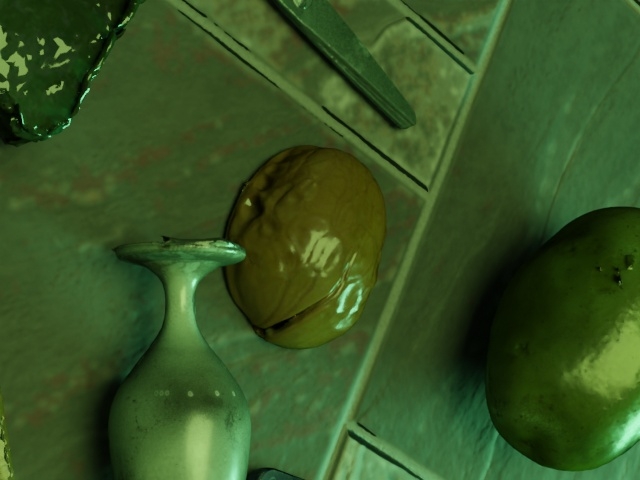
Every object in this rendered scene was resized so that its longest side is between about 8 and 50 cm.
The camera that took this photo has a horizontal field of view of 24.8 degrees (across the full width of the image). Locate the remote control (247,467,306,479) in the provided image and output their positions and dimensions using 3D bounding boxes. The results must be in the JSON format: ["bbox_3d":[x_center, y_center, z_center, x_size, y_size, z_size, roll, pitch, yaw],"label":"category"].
[{"bbox_3d":[-0.009,0.251,1.381,0.152,0.027,0.043,29,62,-34],"label":"remote control"}]

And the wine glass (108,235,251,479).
[{"bbox_3d":[-0.121,0.123,1.249,0.126,0.126,0.241,8,78,-37],"label":"wine glass"}]

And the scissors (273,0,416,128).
[{"bbox_3d":[-0.047,-0.264,1.412,0.447,0.029,0.192,45,60,-24],"label":"scissors"}]

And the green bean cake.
[{"bbox_3d":[-0.262,-0.230,1.180,0.241,0.132,0.255,37,66,-28],"label":"green bean cake"}]

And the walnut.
[{"bbox_3d":[0.002,-0.002,1.382,0.167,0.087,0.211,31,66,-27],"label":"walnut"}]

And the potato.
[{"bbox_3d":[0.292,0.099,1.523,0.216,0.216,0.304,44,70,-25],"label":"potato"}]

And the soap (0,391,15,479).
[{"bbox_3d":[-0.320,0.129,1.124,0.135,0.076,0.233,-8,89,-38],"label":"soap"}]
